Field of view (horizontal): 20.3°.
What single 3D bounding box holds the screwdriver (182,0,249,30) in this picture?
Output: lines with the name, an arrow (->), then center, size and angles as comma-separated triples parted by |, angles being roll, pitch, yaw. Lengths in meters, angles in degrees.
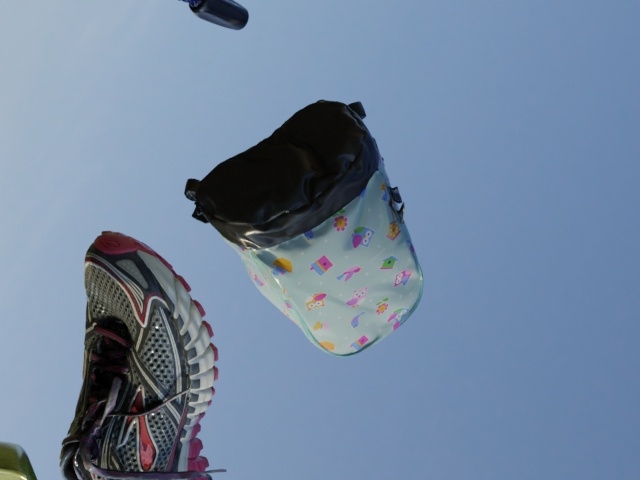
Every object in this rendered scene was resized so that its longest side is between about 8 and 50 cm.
screwdriver -> -0.115, -0.184, 1.307 | 0.024, 0.170, 0.025 | -18, -110, 38

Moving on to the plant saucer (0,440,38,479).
plant saucer -> -0.264, 0.196, 1.276 | 0.188, 0.188, 0.045 | 5, -134, 17

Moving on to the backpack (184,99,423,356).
backpack -> 0.000, 0.000, 1.343 | 0.152, 0.182, 0.115 | -29, -132, -1

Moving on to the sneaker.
sneaker -> -0.152, 0.135, 1.409 | 0.121, 0.112, 0.299 | 26, -54, 45
